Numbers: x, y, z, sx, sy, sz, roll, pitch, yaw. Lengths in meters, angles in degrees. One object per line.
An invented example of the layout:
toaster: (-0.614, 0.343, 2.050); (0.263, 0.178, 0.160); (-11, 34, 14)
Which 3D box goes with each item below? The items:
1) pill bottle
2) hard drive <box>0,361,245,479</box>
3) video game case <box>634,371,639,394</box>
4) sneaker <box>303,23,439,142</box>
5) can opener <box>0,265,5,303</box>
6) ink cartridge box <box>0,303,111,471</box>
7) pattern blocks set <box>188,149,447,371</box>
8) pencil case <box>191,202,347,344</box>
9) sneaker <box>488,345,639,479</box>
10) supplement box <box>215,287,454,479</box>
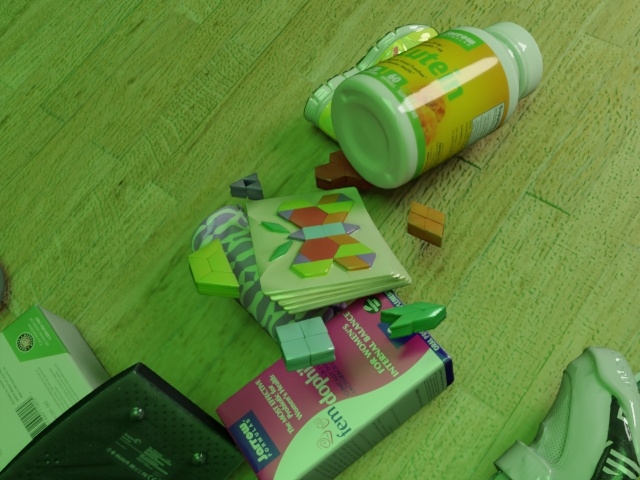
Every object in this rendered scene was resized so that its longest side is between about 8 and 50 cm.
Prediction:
pill bottle: (0.146, -0.173, 0.787); (0.246, 0.136, 0.136); (-31, 62, -24)
hard drive: (-0.221, 0.243, 0.665); (0.255, 0.172, 0.054); (-41, 24, 7)
video game case: (0.417, 0.177, 0.655); (0.190, 0.022, 0.173); (-32, 64, -4)
sneaker: (0.084, -0.199, 0.870); (0.208, 0.081, 0.094); (-39, 72, -1)
can opener: (-0.506, -0.008, 0.910); (0.093, 0.074, 0.280); (-9, 60, -32)
ink cartridge box: (-0.356, 0.209, 0.754); (0.219, 0.092, 0.160); (-41, 65, -7)
pattern blocks set: (0.000, 0.000, 0.714); (0.286, 0.026, 0.325); (-18, 40, -20)
pencil case: (-0.065, 0.045, 0.776); (0.088, 0.086, 0.206); (-46, 65, -6)
sneaker: (0.155, 0.249, 0.608); (0.210, 0.137, 0.365); (17, 73, 15)
supplement box: (0.020, 0.163, 0.691); (0.220, 0.114, 0.111); (-38, 64, -5)
